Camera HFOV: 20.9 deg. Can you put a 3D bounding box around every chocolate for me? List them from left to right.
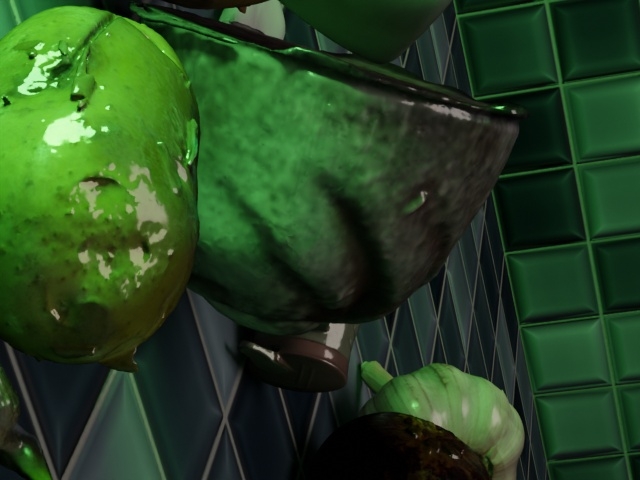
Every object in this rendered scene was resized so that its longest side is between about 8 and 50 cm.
[{"bbox_3d":[-0.019,-0.039,1.264,0.303,0.303,0.213,-25,131,-76],"label":"chocolate"}]

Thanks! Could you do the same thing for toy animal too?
[{"bbox_3d":[-0.184,0.073,0.890,0.202,0.070,0.105,60,6,-49],"label":"toy animal"}]

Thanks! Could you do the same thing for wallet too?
[{"bbox_3d":[-0.065,-0.198,1.632,0.190,0.033,0.095,-79,156,-56],"label":"wallet"}]

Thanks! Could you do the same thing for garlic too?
[{"bbox_3d":[0.104,0.204,1.895,0.226,0.199,0.199,51,-19,55],"label":"garlic"}]

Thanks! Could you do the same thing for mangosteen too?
[{"bbox_3d":[0.067,0.275,1.655,0.192,0.192,0.217,-51,163,-73],"label":"mangosteen"}]

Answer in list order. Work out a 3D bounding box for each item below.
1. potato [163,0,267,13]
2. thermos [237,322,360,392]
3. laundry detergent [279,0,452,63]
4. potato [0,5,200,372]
[{"bbox_3d":[-0.068,-0.280,1.306,0.266,0.229,0.229,-20,105,-43],"label":"potato"},{"bbox_3d":[0.000,0.000,1.550,0.176,0.146,0.265,112,-11,-63],"label":"thermos"},{"bbox_3d":[-0.050,-0.320,1.140,0.398,0.125,0.264,37,52,-8],"label":"laundry detergent"},{"bbox_3d":[-0.135,-0.040,0.990,0.248,0.143,0.169,-80,169,-54],"label":"potato"}]
